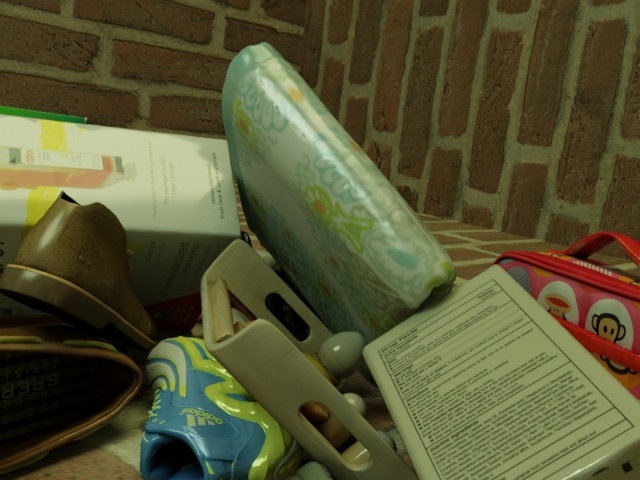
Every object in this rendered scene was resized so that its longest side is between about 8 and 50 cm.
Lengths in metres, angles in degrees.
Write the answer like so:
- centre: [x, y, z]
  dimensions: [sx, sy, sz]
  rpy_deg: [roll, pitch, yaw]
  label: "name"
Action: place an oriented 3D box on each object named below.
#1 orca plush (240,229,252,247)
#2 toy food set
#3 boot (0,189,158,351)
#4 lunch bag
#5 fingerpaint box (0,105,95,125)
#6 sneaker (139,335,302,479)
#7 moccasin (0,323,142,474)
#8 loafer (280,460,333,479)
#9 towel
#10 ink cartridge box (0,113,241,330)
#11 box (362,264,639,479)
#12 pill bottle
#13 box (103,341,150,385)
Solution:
- centre: [-0.152, 0.027, 1.346]
  dimensions: [0.151, 0.102, 0.287]
  rpy_deg: [2, 11, -30]
  label: "orca plush"
- centre: [-0.006, 0.111, 0.631]
  dimensions: [0.220, 0.092, 0.306]
  rpy_deg: [49, -1, -15]
  label: "toy food set"
- centre: [-0.227, 0.047, 0.711]
  dimensions: [0.112, 0.115, 0.305]
  rpy_deg: [14, -19, 5]
  label: "boot"
- centre: [0.271, 0.121, 0.652]
  dimensions: [0.120, 0.259, 0.293]
  rpy_deg: [7, 8, -19]
  label: "lunch bag"
- centre: [-0.585, -0.139, 1.423]
  dimensions: [0.444, 0.163, 0.371]
  rpy_deg: [11, -15, 23]
  label: "fingerpaint box"
- centre: [-0.131, 0.159, 0.623]
  dimensions: [0.126, 0.091, 0.240]
  rpy_deg: [-3, 15, -44]
  label: "sneaker"
- centre: [-0.293, 0.144, 0.505]
  dimensions: [0.146, 0.139, 0.380]
  rpy_deg: [2, -3, 26]
  label: "moccasin"
- centre: [-0.004, 0.224, 0.402]
  dimensions: [0.087, 0.095, 0.251]
  rpy_deg: [-20, 6, -11]
  label: "loafer"
- centre: [0.014, -0.006, 0.780]
  dimensions: [0.321, 0.090, 0.374]
  rpy_deg: [49, -16, 20]
  label: "towel"
- centre: [-0.329, -0.005, 0.843]
  dimensions: [0.384, 0.161, 0.279]
  rpy_deg: [3, -33, -25]
  label: "ink cartridge box"
- centre: [0.147, 0.148, 0.508]
  dimensions: [0.148, 0.127, 0.232]
  rpy_deg: [-33, 24, 4]
  label: "box"
- centre: [-0.076, 0.081, 1.030]
  dimensions: [0.219, 0.123, 0.122]
  rpy_deg: [12, 10, 22]
  label: "pill bottle"
- centre: [-0.255, 0.147, 0.791]
  dimensions: [0.136, 0.028, 0.081]
  rpy_deg: [3, 10, -16]
  label: "box"
